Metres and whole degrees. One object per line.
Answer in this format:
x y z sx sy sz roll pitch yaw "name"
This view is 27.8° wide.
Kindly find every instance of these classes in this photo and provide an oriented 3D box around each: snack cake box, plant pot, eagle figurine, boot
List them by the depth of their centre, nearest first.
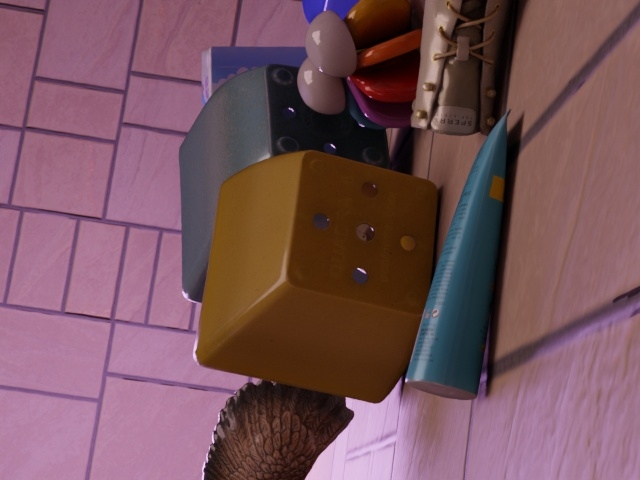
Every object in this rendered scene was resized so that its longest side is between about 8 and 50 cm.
0.114 -0.163 1.001 0.213 0.077 0.165 -27 -53 -88 "boot"
0.012 0.023 1.293 0.187 0.212 0.212 136 144 -62 "plant pot"
-0.038 0.310 1.419 0.298 0.226 0.225 95 -159 -56 "eagle figurine"
-0.029 -0.082 1.605 0.252 0.247 0.247 118 152 -53 "plant pot"
-0.042 -0.246 1.945 0.152 0.264 0.089 -142 51 -78 "snack cake box"

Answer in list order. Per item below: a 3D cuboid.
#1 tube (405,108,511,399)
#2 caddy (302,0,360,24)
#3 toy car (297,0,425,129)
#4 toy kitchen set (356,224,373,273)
0.108 0.010 0.945 0.080 0.052 0.207 133 151 -75 "tube"
0.062 -0.431 1.698 0.341 0.179 0.241 108 148 -65 "caddy"
0.070 -0.192 1.444 0.136 0.159 0.182 58 161 18 "toy car"
0.083 0.010 1.491 0.083 0.075 0.068 -50 -45 -11 "toy kitchen set"
